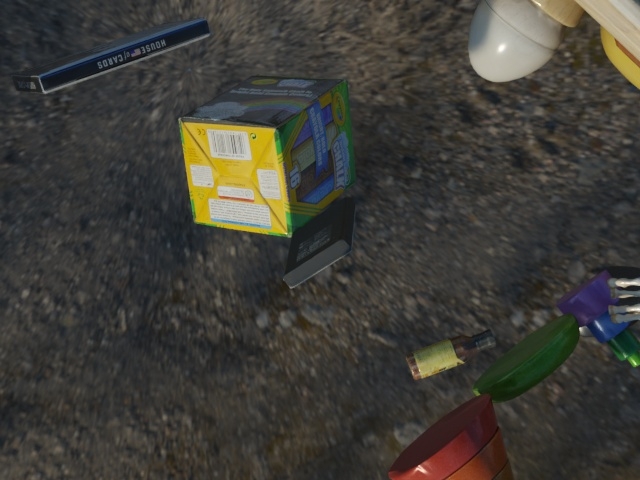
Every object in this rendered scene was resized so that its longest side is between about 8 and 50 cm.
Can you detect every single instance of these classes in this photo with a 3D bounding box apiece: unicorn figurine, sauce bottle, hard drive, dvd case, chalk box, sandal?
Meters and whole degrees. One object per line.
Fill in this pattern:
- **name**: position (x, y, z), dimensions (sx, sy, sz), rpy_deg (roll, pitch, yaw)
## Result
- **unicorn figurine**: position (0.336, 0.060, 1.164), dimensions (0.111, 0.162, 0.060), rpy_deg (-2, 98, 16)
- **sauce bottle**: position (0.187, 0.160, 1.709), dimensions (0.128, 0.042, 0.042), rpy_deg (-20, 100, 2)
- **hard drive**: position (0.000, 0.000, 1.511), dimensions (0.094, 0.135, 0.022), rpy_deg (-33, 109, 18)
- **dvd case**: position (-0.286, -0.251, 1.626), dimensions (0.239, 0.179, 0.029), rpy_deg (-23, 106, -21)
- **chalk box**: position (-0.045, -0.110, 1.380), dimensions (0.132, 0.213, 0.132), rpy_deg (8, 117, 28)
- **sandal**: position (0.398, 0.091, 1.624), dimensions (0.097, 0.254, 0.054), rpy_deg (5, 105, 27)

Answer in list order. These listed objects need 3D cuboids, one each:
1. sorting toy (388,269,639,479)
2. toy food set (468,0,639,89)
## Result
- **sorting toy**: position (0.223, 0.168, 1.188), dimensions (0.365, 0.127, 0.126), rpy_deg (-37, 88, -39)
- **toy food set**: position (0.192, -0.076, 0.673), dimensions (0.306, 0.220, 0.092), rpy_deg (45, 116, 5)
